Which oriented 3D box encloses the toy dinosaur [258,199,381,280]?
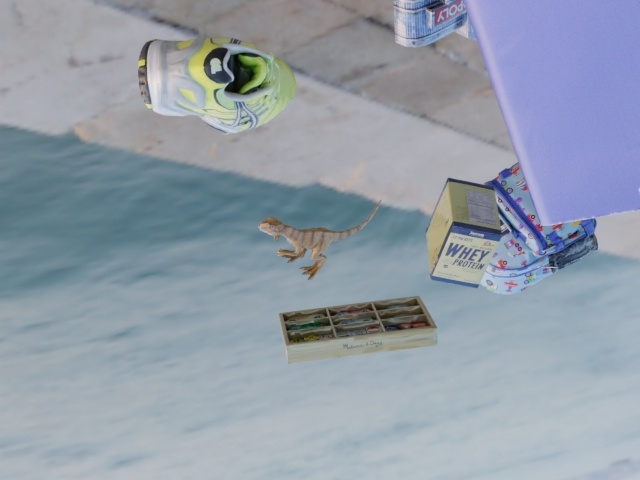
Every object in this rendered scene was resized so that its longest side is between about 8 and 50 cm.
[{"bbox_3d":[0.000,0.000,1.833,0.211,0.064,0.112,-3,139,-37],"label":"toy dinosaur"}]

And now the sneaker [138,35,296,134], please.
[{"bbox_3d":[-0.123,-0.239,1.872,0.147,0.145,0.385,0,-174,26],"label":"sneaker"}]

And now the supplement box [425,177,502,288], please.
[{"bbox_3d":[0.156,-0.008,1.326,0.056,0.083,0.083,10,131,-9],"label":"supplement box"}]

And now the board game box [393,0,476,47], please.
[{"bbox_3d":[0.193,-0.351,1.711,0.194,0.060,0.194,-32,136,-27],"label":"board game box"}]

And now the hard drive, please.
[{"bbox_3d":[0.253,-0.178,1.126,0.210,0.318,0.040,-10,-162,39],"label":"hard drive"}]

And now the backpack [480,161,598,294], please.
[{"bbox_3d":[0.270,-0.019,1.638,0.173,0.158,0.117,-30,156,1],"label":"backpack"}]

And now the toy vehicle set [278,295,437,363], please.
[{"bbox_3d":[0.064,0.158,2.150,0.267,0.035,0.166,-7,-163,-6],"label":"toy vehicle set"}]
